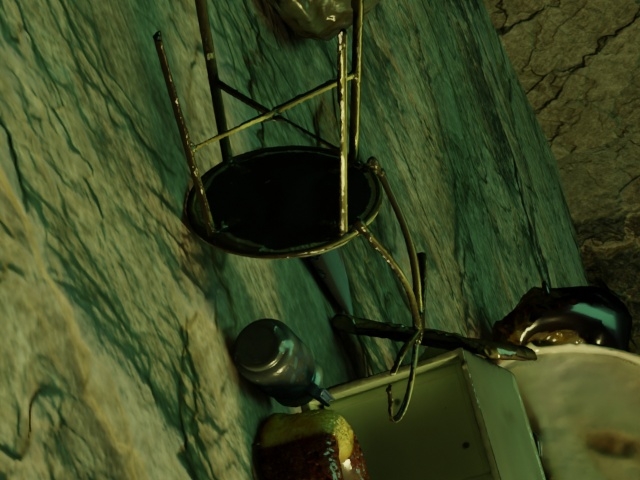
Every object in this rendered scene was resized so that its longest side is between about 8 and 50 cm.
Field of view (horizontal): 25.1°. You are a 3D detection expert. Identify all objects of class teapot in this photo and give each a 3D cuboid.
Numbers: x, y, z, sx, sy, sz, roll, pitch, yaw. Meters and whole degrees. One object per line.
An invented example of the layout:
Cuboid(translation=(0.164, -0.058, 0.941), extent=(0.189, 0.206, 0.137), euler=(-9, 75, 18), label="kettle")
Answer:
Cuboid(translation=(-0.024, 0.091, 1.067), extent=(0.083, 0.063, 0.049), euler=(48, 46, -57), label="teapot")

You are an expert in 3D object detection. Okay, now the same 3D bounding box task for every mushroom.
Cuboid(translation=(0.280, 0.219, 1.386), extent=(0.173, 0.162, 0.236), euler=(68, 1, -58), label="mushroom")

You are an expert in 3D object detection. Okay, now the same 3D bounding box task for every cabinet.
Cuboid(translation=(0.098, 0.191, 1.227), extent=(0.206, 0.145, 0.150), euler=(30, 43, -68), label="cabinet")

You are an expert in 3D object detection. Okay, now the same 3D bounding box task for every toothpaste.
Cuboid(translation=(0.000, 0.000, 1.326), extent=(0.194, 0.043, 0.067), euler=(64, 13, -48), label="toothpaste")

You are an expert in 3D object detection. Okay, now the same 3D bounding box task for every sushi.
Cuboid(translation=(0.335, 0.160, 2.056), extent=(0.213, 0.204, 0.200), euler=(142, -43, -70), label="sushi")

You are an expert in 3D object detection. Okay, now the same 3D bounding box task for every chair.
Cuboid(translation=(-0.015, -0.031, 1.054), extent=(0.160, 0.170, 0.326), euler=(-79, 165, -55), label="chair")

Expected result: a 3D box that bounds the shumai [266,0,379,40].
Cuboid(translation=(0.048, -0.379, 1.521), extent=(0.304, 0.263, 0.309), euler=(58, 20, -48), label="shumai")

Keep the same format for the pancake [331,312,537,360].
Cuboid(translation=(0.103, 0.090, 1.313), extent=(0.184, 0.190, 0.020), euler=(57, 42, -87), label="pancake")

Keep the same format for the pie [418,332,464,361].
Cuboid(translation=(0.155, 0.227, 1.509), extent=(0.201, 0.090, 0.248), euler=(60, 15, -73), label="pie")

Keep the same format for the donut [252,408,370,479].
Cuboid(translation=(0.003, 0.191, 1.062), extent=(0.140, 0.059, 0.140), euler=(-18, 90, -79), label="donut")
